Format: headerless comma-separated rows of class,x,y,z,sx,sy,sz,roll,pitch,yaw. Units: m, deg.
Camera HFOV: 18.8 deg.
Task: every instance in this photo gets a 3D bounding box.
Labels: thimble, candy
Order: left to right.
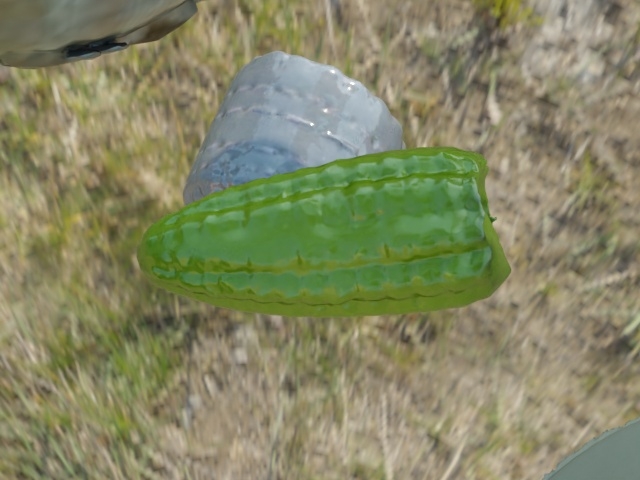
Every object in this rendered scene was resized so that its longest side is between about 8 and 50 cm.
thimble,-0.017,-0.038,1.277,0.127,0.151,0.118,14,66,24
candy,0.000,0.000,1.086,0.209,0.097,0.097,-5,74,5

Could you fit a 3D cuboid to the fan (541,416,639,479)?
fan,0.056,0.180,0.767,0.329,0.191,0.009,-34,47,-18

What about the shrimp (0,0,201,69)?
shrimp,0.049,-0.183,0.456,0.445,0.221,0.110,-34,56,-27
